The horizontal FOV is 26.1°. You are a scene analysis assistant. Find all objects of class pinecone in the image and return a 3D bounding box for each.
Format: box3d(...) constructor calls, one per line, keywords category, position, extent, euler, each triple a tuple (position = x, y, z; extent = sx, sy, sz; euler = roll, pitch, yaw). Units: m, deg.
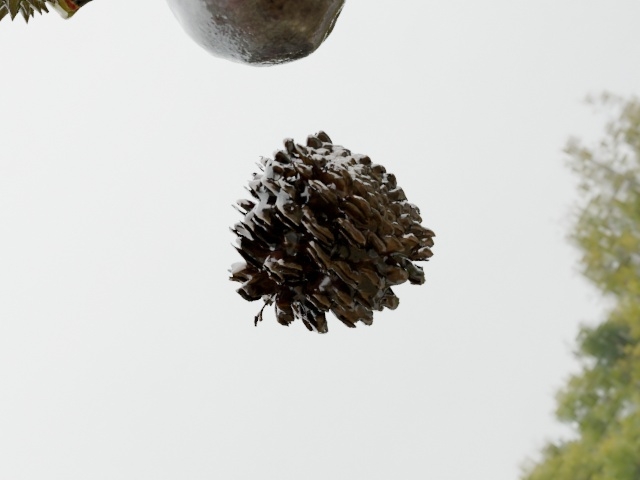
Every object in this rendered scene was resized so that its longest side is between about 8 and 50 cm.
box3d(category="pinecone", position=(0.000, 0.000, 1.434), extent=(0.221, 0.221, 0.221), euler=(-34, -39, -33))

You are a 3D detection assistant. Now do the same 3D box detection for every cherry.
box3d(category="cherry", position=(-0.063, -0.255, 1.351), extent=(0.195, 0.195, 0.195), euler=(-34, -39, -33))

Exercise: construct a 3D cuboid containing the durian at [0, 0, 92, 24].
box3d(category="durian", position=(-0.280, -0.227, 1.051), extent=(0.138, 0.193, 0.237), euler=(-42, -47, -3))
